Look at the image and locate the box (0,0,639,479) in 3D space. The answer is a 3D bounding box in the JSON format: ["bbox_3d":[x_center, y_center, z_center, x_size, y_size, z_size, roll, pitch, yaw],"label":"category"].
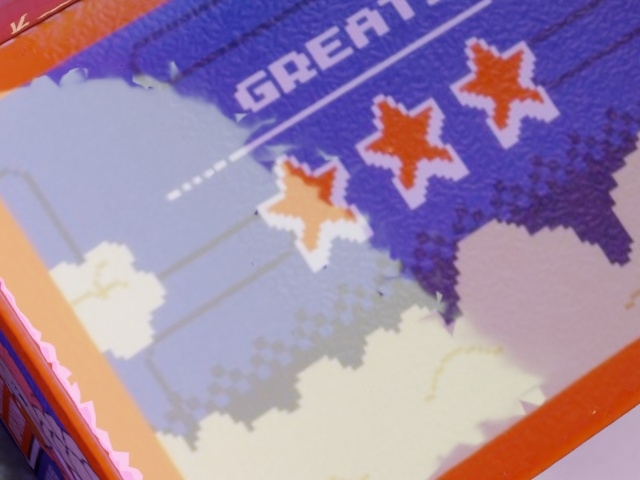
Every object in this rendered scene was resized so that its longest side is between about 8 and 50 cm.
[{"bbox_3d":[0.000,0.000,0.805,0.318,0.349,0.257,-31,85,-14],"label":"box"}]
